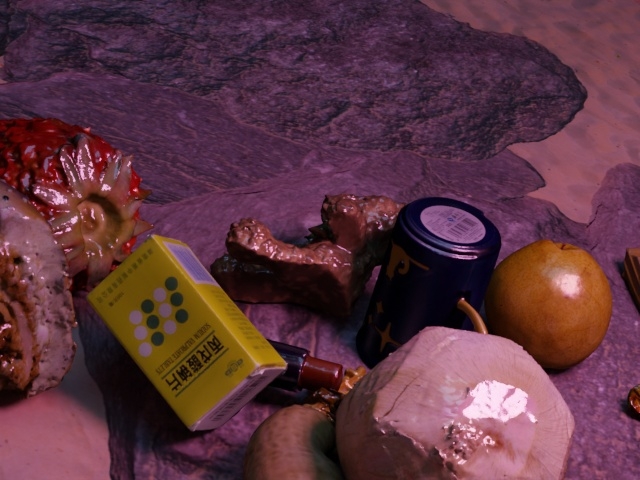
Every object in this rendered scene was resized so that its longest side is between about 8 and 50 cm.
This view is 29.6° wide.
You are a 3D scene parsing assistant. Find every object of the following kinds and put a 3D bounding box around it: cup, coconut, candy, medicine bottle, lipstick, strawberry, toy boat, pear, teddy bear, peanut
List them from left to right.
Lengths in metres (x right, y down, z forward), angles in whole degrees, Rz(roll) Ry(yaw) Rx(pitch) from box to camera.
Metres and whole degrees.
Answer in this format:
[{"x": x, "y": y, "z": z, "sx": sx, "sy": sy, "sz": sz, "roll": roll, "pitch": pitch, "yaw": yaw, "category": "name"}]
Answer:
[{"x": -0.444, "y": -0.059, "z": 1.876, "sx": 0.343, "sy": 0.292, "sz": 0.292, "roll": 17, "pitch": 27, "yaw": 41, "category": "strawberry"}, {"x": -0.180, "y": 0.126, "z": 1.660, "sx": 0.250, "sy": 0.137, "sz": 0.141, "roll": 49, "pitch": 7, "yaw": 15, "category": "medicine bottle"}, {"x": -0.111, "y": 0.168, "z": 1.759, "sx": 0.299, "sy": 0.081, "sz": 0.081, "roll": 12, "pitch": 32, "yaw": 11, "category": "lipstick"}, {"x": -0.035, "y": 0.306, "z": 1.572, "sx": 0.137, "sy": 0.122, "sz": 0.253, "roll": 11, "pitch": 28, "yaw": -10, "category": "peanut"}, {"x": -0.009, "y": -0.005, "z": 1.958, "sx": 0.296, "sy": 0.246, "sz": 0.223, "roll": 18, "pitch": 58, "yaw": -11, "category": "teddy bear"}, {"x": 0.200, "y": 0.096, "z": 1.853, "sx": 0.255, "sy": 0.256, "sz": 0.178, "roll": 34, "pitch": 37, "yaw": 26, "category": "cup"}, {"x": 0.172, "y": 0.255, "z": 1.528, "sx": 0.297, "sy": 0.254, "sz": 0.297, "roll": 10, "pitch": 59, "yaw": -17, "category": "coconut"}, {"x": 0.372, "y": 0.097, "z": 1.970, "sx": 0.208, "sy": 0.209, "sz": 0.209, "roll": 10, "pitch": 33, "yaw": -7, "category": "pear"}, {"x": 0.628, "y": 0.098, "z": 2.145, "sx": 0.089, "sy": 0.115, "sz": 0.310, "roll": 6, "pitch": 33, "yaw": -13, "category": "toy boat"}, {"x": 0.574, "y": 0.292, "z": 1.901, "sx": 0.201, "sy": 0.060, "sz": 0.060, "roll": 34, "pitch": 37, "yaw": 16, "category": "candy"}]

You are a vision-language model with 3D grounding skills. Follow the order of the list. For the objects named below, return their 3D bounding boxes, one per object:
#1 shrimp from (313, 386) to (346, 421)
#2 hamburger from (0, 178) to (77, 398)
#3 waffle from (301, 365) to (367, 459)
[{"x": 0.125, "y": 0.257, "z": 1.710, "sx": 0.287, "sy": 0.063, "sz": 0.152, "roll": 29, "pitch": 43, "yaw": -7, "category": "shrimp"}, {"x": -0.477, "y": 0.058, "z": 1.601, "sx": 0.195, "sy": 0.318, "sz": 0.276, "roll": -27, "pitch": 44, "yaw": -34, "category": "hamburger"}, {"x": 0.060, "y": 0.247, "z": 1.762, "sx": 0.191, "sy": 0.046, "sz": 0.161, "roll": -3, "pitch": 36, "yaw": -22, "category": "waffle"}]
